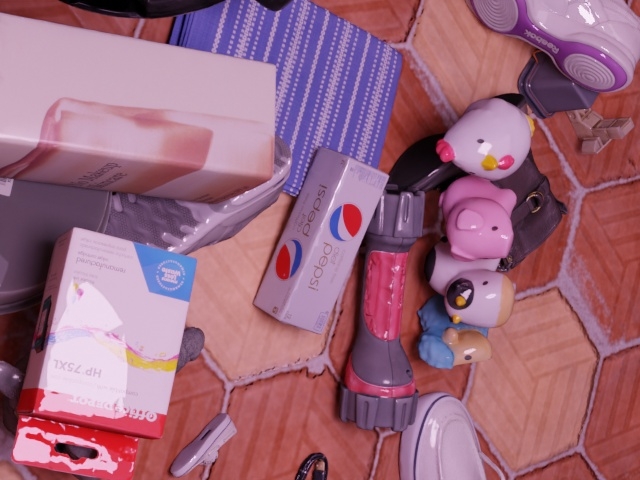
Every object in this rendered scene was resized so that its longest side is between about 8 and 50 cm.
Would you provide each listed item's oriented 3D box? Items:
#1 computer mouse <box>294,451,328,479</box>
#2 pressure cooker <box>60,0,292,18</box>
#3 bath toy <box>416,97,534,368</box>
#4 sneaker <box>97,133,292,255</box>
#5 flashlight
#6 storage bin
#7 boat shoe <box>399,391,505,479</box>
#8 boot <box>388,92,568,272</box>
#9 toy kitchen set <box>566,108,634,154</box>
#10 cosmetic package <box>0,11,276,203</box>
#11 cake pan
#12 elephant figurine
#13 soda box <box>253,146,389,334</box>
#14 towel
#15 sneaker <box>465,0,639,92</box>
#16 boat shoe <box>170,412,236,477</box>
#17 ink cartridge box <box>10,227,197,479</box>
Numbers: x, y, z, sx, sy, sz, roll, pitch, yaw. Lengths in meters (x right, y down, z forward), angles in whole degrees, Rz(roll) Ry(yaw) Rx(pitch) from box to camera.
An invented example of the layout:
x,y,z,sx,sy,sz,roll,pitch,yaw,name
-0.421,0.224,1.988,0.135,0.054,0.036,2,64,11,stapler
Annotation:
x,y,z,sx,sy,sz,roll,pitch,yaw,name
-0.003,0.393,1.655,0.071,0.041,0.242,-2,93,-35,computer mouse
-0.171,-0.409,1.281,0.375,0.420,0.370,-2,101,-2,pressure cooker
0.189,-0.008,1.636,0.129,0.151,0.348,-21,130,-35,bath toy
-0.151,-0.015,1.489,0.281,0.105,0.115,-27,151,-15,sneaker
0.084,0.084,1.645,0.103,0.103,0.304,-14,111,-64,flashlight
0.359,-0.248,1.851,0.098,0.091,0.135,47,65,-32,storage bin
0.206,0.386,1.730,0.135,0.156,0.367,-7,93,-36,boat shoe
0.228,-0.053,1.776,0.263,0.091,0.229,-33,119,-23,boot
0.393,-0.175,1.886,0.068,0.083,0.075,-42,115,-27,toy kitchen set
-0.208,-0.125,1.315,0.296,0.153,0.129,7,78,-28,cosmetic package
-0.346,-0.069,1.347,0.293,0.054,0.293,4,81,-30,cake pan
-0.233,0.127,1.419,0.169,0.186,0.239,38,62,-4,elephant figurine
0.000,0.000,1.591,0.069,0.074,0.216,22,92,-36,soda box
-0.048,-0.185,1.604,0.336,0.040,0.243,22,78,-36,towel
0.314,-0.332,1.776,0.305,0.114,0.152,37,62,-5,sneaker
-0.137,0.253,1.556,0.100,0.035,0.035,-47,114,-32,boat shoe
-0.215,0.117,1.286,0.134,0.078,0.231,15,77,-22,ink cartridge box
